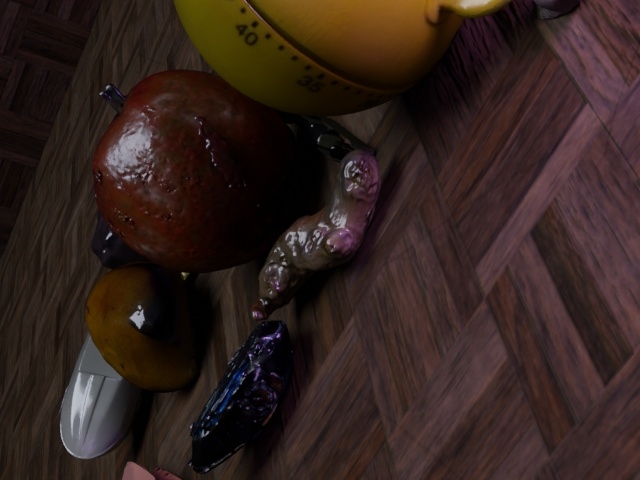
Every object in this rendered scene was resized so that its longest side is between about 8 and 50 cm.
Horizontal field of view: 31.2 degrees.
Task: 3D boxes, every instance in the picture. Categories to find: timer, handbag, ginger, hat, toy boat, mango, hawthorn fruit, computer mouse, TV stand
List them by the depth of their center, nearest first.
[{"bbox_3d":[0.213,-0.242,1.087,0.058,0.042,0.087,-67,22,14],"label":"hat"},{"bbox_3d":[0.032,-0.325,1.227,0.387,0.376,0.376,-40,37,33],"label":"timer"},{"bbox_3d":[-0.001,0.002,1.399,0.122,0.084,0.290,-49,-1,-45],"label":"ginger"},{"bbox_3d":[-0.096,0.203,1.450,0.241,0.077,0.146,-55,6,21],"label":"computer mouse"},{"bbox_3d":[0.013,-0.131,1.499,0.042,0.036,0.249,-70,22,12],"label":"TV stand"},{"bbox_3d":[-0.172,-0.089,1.598,0.316,0.316,0.316,-49,32,46],"label":"hawthorn fruit"},{"bbox_3d":[-0.268,0.426,1.744,0.212,0.059,0.157,-8,66,68],"label":"handbag"},{"bbox_3d":[-0.288,0.129,1.873,0.287,0.153,0.201,18,81,61],"label":"mango"},{"bbox_3d":[-0.369,0.254,2.023,0.141,0.141,0.269,-11,64,66],"label":"toy boat"}]

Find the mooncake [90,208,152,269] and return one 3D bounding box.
[{"bbox_3d":[-0.333,-0.075,2.163,0.283,0.141,0.283,-49,30,42],"label":"mooncake"}]

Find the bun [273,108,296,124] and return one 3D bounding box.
[{"bbox_3d":[-0.049,-0.265,1.643,0.195,0.118,0.195,-43,37,46],"label":"bun"}]

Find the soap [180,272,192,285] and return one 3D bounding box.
[{"bbox_3d":[-0.250,0.061,2.000,0.168,0.033,0.089,-57,33,33],"label":"soap"}]
